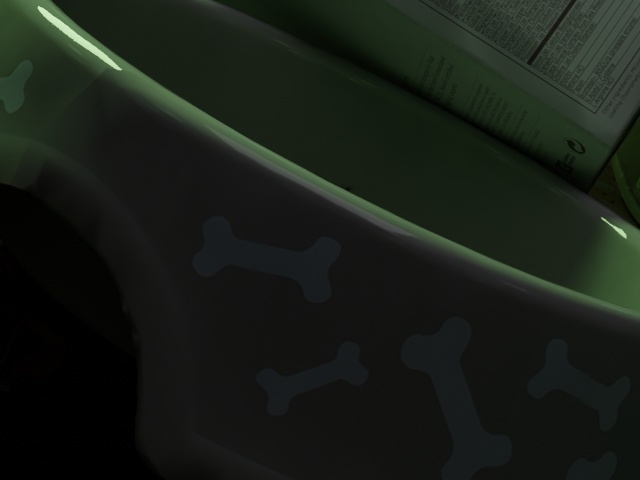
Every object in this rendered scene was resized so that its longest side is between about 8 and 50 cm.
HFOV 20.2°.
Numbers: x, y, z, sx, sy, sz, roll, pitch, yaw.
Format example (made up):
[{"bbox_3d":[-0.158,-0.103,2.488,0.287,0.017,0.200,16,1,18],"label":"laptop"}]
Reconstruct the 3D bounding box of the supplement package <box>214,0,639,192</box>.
[{"bbox_3d":[0.062,-0.151,0.909,0.263,0.198,0.199,34,-20,6],"label":"supplement package"}]

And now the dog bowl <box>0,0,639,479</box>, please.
[{"bbox_3d":[0.000,0.000,0.693,0.349,0.102,0.349,25,13,-6],"label":"dog bowl"}]

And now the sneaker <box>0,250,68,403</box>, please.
[{"bbox_3d":[-0.134,0.036,0.628,0.057,0.047,0.119,43,28,21],"label":"sneaker"}]

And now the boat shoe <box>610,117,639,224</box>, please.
[{"bbox_3d":[0.281,-0.018,1.109,0.104,0.110,0.307,14,31,-30],"label":"boat shoe"}]
